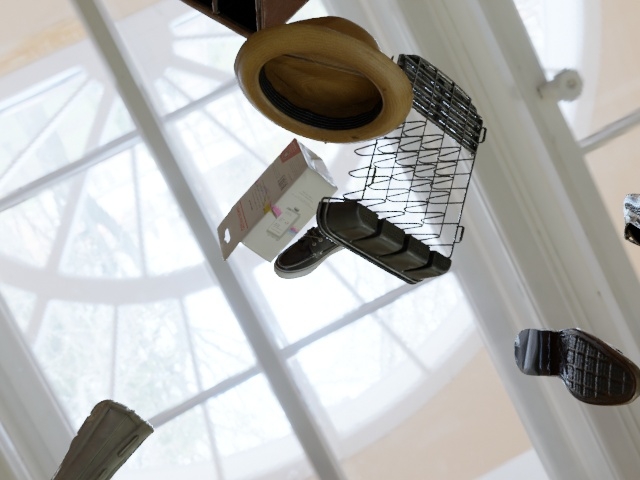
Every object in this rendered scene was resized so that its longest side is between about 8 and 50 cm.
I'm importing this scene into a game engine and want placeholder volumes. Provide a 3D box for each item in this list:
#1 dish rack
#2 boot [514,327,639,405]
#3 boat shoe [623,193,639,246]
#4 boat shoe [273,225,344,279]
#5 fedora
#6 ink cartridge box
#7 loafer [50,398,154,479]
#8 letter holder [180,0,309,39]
[{"bbox_3d":[0.120,-0.098,1.080,0.074,0.208,0.272,-3,-116,48],"label":"dish rack"},{"bbox_3d":[0.328,0.140,0.957,0.106,0.082,0.219,2,-176,-18],"label":"boot"},{"bbox_3d":[0.446,-0.026,1.132,0.066,0.066,0.183,-66,168,2],"label":"boat shoe"},{"bbox_3d":[0.000,0.000,1.687,0.228,0.080,0.076,-25,140,-23],"label":"boat shoe"},{"bbox_3d":[0.007,-0.183,0.881,0.194,0.194,0.079,-21,-134,43],"label":"fedora"},{"bbox_3d":[-0.071,-0.049,1.266,0.198,0.067,0.115,-46,-151,15],"label":"ink cartridge box"},{"bbox_3d":[-0.371,0.399,1.258,0.319,0.111,0.112,-61,-178,-23],"label":"loafer"},{"bbox_3d":[-0.045,-0.438,1.034,0.302,0.152,0.214,-51,164,-26],"label":"letter holder"}]
